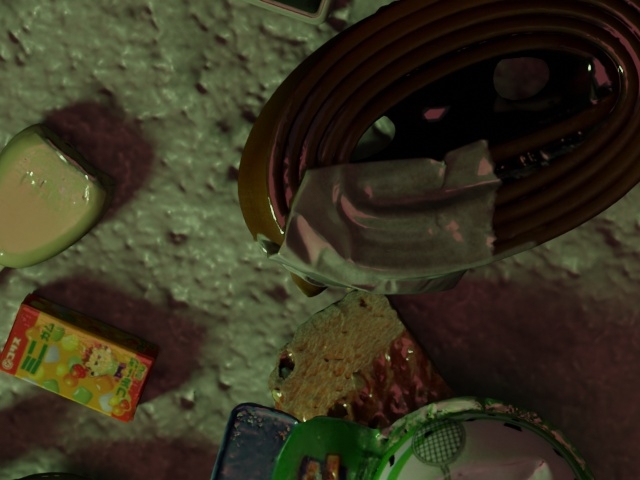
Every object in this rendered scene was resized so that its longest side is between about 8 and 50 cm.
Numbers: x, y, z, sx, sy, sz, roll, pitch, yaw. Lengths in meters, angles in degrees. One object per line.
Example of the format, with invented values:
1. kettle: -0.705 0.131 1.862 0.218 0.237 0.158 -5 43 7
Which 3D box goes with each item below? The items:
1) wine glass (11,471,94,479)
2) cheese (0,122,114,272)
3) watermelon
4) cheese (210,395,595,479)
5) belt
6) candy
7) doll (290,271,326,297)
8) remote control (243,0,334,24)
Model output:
1. wine glass: -0.218 0.238 1.572 0.222 0.103 0.103 25 104 -3
2. cheese: -0.257 -0.002 1.546 0.097 0.037 0.192 41 102 -6
3. watermelon: 0.051 0.167 1.544 0.193 0.140 0.257 -20 95 0
4. cheese: 0.074 0.209 1.446 0.320 0.083 0.204 16 81 1
5. belt: 0.100 -0.081 1.426 0.338 0.122 0.217 -24 96 -8
6. candy: -0.199 0.097 1.568 0.122 0.038 0.062 23 105 -2
7. doll: -0.001 0.000 1.512 0.078 0.076 0.113 -39 100 3
8. remote control: -0.108 -0.238 1.481 0.261 0.029 0.067 19 105 -2
